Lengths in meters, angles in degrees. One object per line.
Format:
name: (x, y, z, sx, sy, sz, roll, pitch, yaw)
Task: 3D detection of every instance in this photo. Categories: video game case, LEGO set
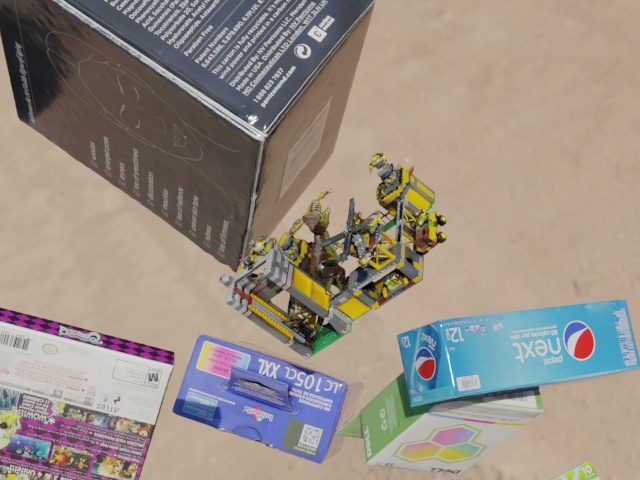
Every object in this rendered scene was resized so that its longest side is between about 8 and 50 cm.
video game case: (-0.308, 0.198, 1.427, 0.042, 0.232, 0.210, -95, 22, -66)
LEGO set: (0.000, 0.000, 1.760, 0.331, 0.192, 0.255, -30, 34, 39)

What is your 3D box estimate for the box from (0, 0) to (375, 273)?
box: (-0.215, -0.267, 1.844, 0.471, 0.480, 0.297, 33, 67, 7)

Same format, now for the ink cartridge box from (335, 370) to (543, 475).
ink cartridge box: (0.109, 0.178, 1.176, 0.209, 0.109, 0.062, -50, 38, 46)

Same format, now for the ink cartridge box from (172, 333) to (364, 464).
ink cartridge box: (-0.084, 0.271, 2.097, 0.270, 0.395, 0.151, 17, 87, 8)

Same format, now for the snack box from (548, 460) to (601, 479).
snack box: (0.222, 0.285, 1.162, 0.141, 0.100, 0.037, -20, -17, -28)

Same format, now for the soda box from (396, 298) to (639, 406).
soda box: (0.177, 0.098, 1.067, 0.071, 0.210, 0.067, -28, 69, 58)
